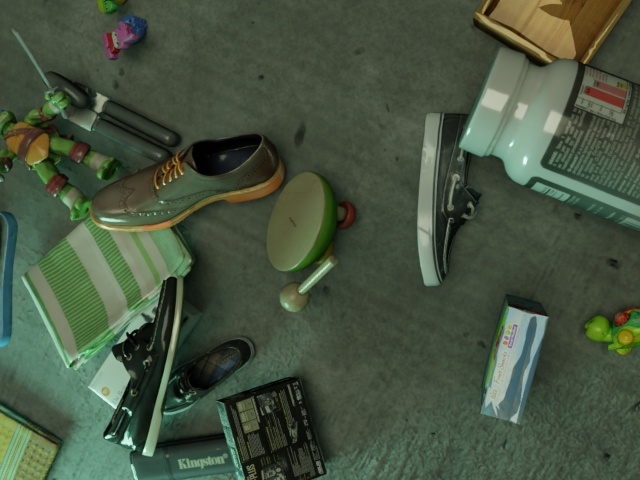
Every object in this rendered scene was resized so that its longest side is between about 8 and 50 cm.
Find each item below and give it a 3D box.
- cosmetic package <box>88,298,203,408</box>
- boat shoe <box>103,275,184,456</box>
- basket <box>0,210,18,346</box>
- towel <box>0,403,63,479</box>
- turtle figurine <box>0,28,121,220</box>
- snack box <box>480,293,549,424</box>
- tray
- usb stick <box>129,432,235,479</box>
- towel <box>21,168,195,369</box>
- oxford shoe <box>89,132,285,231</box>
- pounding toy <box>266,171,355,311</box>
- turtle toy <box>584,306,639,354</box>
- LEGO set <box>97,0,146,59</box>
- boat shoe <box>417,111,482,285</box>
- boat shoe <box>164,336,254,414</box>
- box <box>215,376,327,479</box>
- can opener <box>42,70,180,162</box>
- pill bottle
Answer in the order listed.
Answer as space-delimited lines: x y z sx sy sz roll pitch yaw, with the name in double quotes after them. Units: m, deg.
-0.334 0.208 1.536 0.099 0.060 0.239 36 98 11 "cosmetic package"
-0.318 0.218 1.438 0.113 0.127 0.340 11 107 -9 "boat shoe"
-0.696 0.064 1.543 0.289 0.201 0.254 5 92 23 "basket"
-0.728 0.433 1.646 0.370 0.040 0.271 27 98 9 "towel"
-0.518 -0.173 1.460 0.266 0.274 0.198 34 55 5 "turtle figurine"
0.312 0.186 1.312 0.070 0.207 0.174 15 94 12 "snack box"
0.454 -0.486 1.333 0.203 0.076 0.411 35 99 9 "tray"
-0.227 0.409 1.524 0.278 0.045 0.077 -11 88 13 "usb stick"
-0.408 0.055 1.530 0.325 0.038 0.248 -41 65 10 "towel"
-0.252 -0.118 1.442 0.364 0.132 0.130 -18 64 2 "oxford shoe"
0.000 0.000 1.424 0.183 0.110 0.236 -44 42 39 "pounding toy"
0.506 0.147 1.333 0.130 0.095 0.066 -14 67 12 "turtle toy"
-0.360 -0.458 1.510 0.093 0.087 0.227 -14 88 28 "LEGO set"
0.224 -0.070 1.384 0.102 0.108 0.301 3 85 14 "boat shoe"
-0.225 0.257 1.504 0.229 0.076 0.080 -30 85 12 "boat shoe"
-0.089 0.352 1.443 0.147 0.077 0.180 -16 88 -19 "box"
-0.404 -0.229 1.532 0.280 0.093 0.074 27 96 6 "can opener"
0.417 -0.159 1.260 0.363 0.210 0.210 23 96 4 "pill bottle"
